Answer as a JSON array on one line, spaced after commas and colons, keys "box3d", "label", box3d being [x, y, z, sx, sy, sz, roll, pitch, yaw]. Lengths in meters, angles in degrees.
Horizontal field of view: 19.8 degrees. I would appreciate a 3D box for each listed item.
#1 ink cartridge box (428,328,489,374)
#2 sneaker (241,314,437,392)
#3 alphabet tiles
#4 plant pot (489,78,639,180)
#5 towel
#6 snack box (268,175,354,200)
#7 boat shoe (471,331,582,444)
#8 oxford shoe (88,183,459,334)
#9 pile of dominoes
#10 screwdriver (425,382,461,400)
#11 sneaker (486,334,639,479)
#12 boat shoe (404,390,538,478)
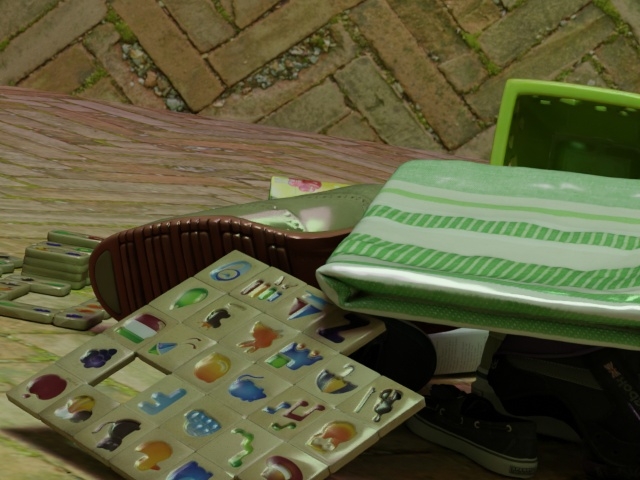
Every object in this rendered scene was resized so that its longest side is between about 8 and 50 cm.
[{"box3d": [0.063, 0.072, 1.639, 0.224, 0.045, 0.223, 1, 11, -37], "label": "ink cartridge box"}, {"box3d": [0.008, 0.098, 1.281, 0.226, 0.086, 0.163, 6, 10, -27], "label": "sneaker"}, {"box3d": [-0.056, 0.090, 1.159, 0.198, 0.009, 0.237, -32, 37, -29], "label": "alphabet tiles"}, {"box3d": [0.329, -0.067, 2.258, 0.227, 0.228, 0.207, 10, 1, 12], "label": "plant pot"}, {"box3d": [0.143, -0.002, 1.298, 0.248, 0.038, 0.325, 6, 18, 12], "label": "towel"}, {"box3d": [0.021, -0.005, 1.668, 0.141, 0.037, 0.100, 5, 48, -4], "label": "snack box"}, {"box3d": [0.267, 0.114, 1.390, 0.302, 0.094, 0.109, 9, 8, 5], "label": "boat shoe"}, {"box3d": [-0.014, 0.018, 1.506, 0.348, 0.123, 0.130, 0, 24, 13], "label": "oxford shoe"}, {"box3d": [-0.263, 0.025, 1.653, 0.196, 0.040, 0.251, 10, 8, 9], "label": "pile of dominoes"}, {"box3d": [0.085, 0.115, 1.459, 0.025, 0.024, 0.170, 36, -2, -19], "label": "screwdriver"}, {"box3d": [0.248, 0.133, 1.283, 0.283, 0.124, 0.107, 28, -18, 30], "label": "sneaker"}, {"box3d": [0.110, 0.130, 1.312, 0.049, 0.040, 0.142, 3, 10, -32], "label": "boat shoe"}]
